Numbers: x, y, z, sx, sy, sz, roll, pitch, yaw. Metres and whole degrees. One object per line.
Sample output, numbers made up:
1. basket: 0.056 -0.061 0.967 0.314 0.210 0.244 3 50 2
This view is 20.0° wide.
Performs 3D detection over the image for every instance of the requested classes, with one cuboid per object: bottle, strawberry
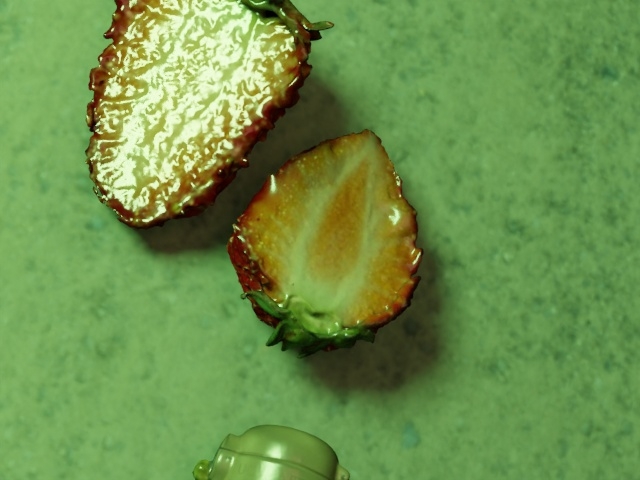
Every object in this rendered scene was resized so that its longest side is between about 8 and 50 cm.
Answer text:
1. bottle: -0.053 0.232 1.279 0.110 0.097 0.209 16 72 -2
2. strawberry: 0.000 0.000 1.354 0.146 0.082 0.187 30 64 -21
3. strawberry: -0.102 -0.116 1.342 0.167 0.087 0.208 40 93 10
